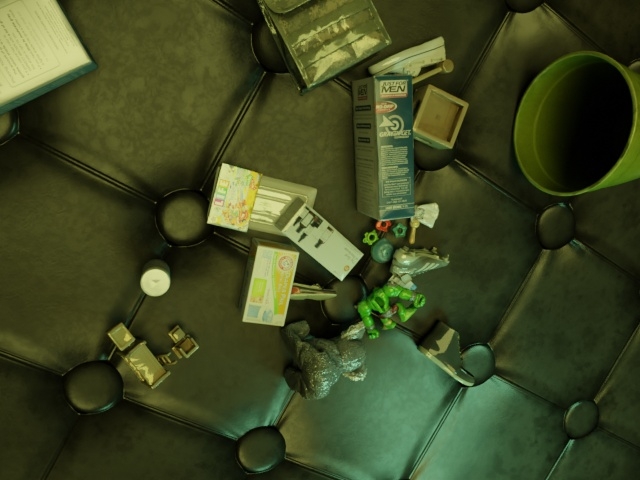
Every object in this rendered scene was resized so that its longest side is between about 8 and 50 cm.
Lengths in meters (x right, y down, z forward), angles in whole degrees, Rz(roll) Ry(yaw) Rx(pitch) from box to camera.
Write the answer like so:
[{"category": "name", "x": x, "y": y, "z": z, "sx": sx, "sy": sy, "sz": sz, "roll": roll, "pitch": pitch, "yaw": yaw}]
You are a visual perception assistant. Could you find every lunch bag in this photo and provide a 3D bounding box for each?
[{"category": "lunch bag", "x": -0.003, "y": -0.534, "z": 1.286, "sx": 0.235, "sy": 0.169, "sz": 0.287, "roll": -28, "pitch": 100, "yaw": -4}]

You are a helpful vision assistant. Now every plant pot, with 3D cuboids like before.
[{"category": "plant pot", "x": 0.794, "y": -0.302, "z": 1.488, "sx": 0.352, "sy": 0.366, "sz": 0.367, "roll": -1, "pitch": 102, "yaw": -28}]

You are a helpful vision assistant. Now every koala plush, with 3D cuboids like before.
[{"category": "koala plush", "x": 0.033, "y": 0.321, "z": 1.475, "sx": 0.221, "sy": 0.203, "sz": 0.197, "roll": -9, "pitch": 105, "yaw": -26}]

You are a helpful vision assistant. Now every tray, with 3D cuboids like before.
[{"category": "tray", "x": -0.147, "y": -0.093, "z": 1.408, "sx": 0.270, "sy": 0.030, "sz": 0.145, "roll": 11, "pitch": 99, "yaw": -18}]

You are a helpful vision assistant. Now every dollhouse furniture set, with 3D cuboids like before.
[{"category": "dollhouse furniture set", "x": -0.435, "y": 0.250, "z": 1.386, "sx": 0.161, "sy": 0.101, "sz": 0.182, "roll": -42, "pitch": 111, "yaw": -30}]

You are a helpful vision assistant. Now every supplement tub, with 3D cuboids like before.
[{"category": "supplement tub", "x": -0.405, "y": 0.090, "z": 1.332, "sx": 0.070, "sy": 0.107, "sz": 0.071, "roll": -3, "pitch": 103, "yaw": -15}]

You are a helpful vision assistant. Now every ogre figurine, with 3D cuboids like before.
[{"category": "ogre figurine", "x": 0.186, "y": 0.185, "z": 1.521, "sx": 0.118, "sy": 0.097, "sz": 0.197, "roll": 47, "pitch": 131, "yaw": -14}]

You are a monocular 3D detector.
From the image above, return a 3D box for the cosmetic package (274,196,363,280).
[{"category": "cosmetic package", "x": 0.000, "y": 0.000, "z": 1.432, "sx": 0.239, "sy": 0.060, "sz": 0.099, "roll": 40, "pitch": 91, "yaw": -30}]

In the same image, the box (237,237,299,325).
[{"category": "box", "x": -0.137, "y": 0.106, "z": 1.413, "sx": 0.114, "sy": 0.103, "sz": 0.203, "roll": 9, "pitch": 99, "yaw": -17}]

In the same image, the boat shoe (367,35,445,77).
[{"category": "boat shoe", "x": 0.234, "y": -0.459, "z": 1.408, "sx": 0.226, "sy": 0.083, "sz": 0.076, "roll": -25, "pitch": 106, "yaw": -10}]

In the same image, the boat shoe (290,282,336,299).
[{"category": "boat shoe", "x": -0.022, "y": 0.138, "z": 1.485, "sx": 0.136, "sy": 0.049, "sz": 0.043, "roll": 2, "pitch": 61, "yaw": -15}]

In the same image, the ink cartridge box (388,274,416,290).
[{"category": "ink cartridge box", "x": 0.230, "y": 0.123, "z": 1.560, "sx": 0.083, "sy": 0.028, "sz": 0.048, "roll": 44, "pitch": 86, "yaw": -19}]

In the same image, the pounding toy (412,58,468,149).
[{"category": "pounding toy", "x": 0.290, "y": -0.372, "z": 1.439, "sx": 0.180, "sy": 0.094, "sz": 0.206, "roll": 20, "pitch": 92, "yaw": -17}]

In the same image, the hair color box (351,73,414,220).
[{"category": "hair color box", "x": 0.159, "y": -0.238, "z": 1.387, "sx": 0.105, "sy": 0.174, "sz": 0.348, "roll": -7, "pitch": 104, "yaw": -15}]

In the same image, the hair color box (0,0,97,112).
[{"category": "hair color box", "x": -0.697, "y": -0.376, "z": 1.149, "sx": 0.374, "sy": 0.113, "sz": 0.186, "roll": -30, "pitch": 107, "yaw": -9}]

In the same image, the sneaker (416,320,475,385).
[{"category": "sneaker", "x": 0.406, "y": 0.342, "z": 1.628, "sx": 0.222, "sy": 0.083, "sz": 0.118, "roll": 37, "pitch": 89, "yaw": -18}]

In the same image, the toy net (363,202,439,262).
[{"category": "toy net", "x": 0.226, "y": -0.041, "z": 1.519, "sx": 0.232, "sy": 0.045, "sz": 0.122, "roll": -40, "pitch": 107, "yaw": -6}]

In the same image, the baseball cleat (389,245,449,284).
[{"category": "baseball cleat", "x": 0.273, "y": 0.071, "z": 1.531, "sx": 0.205, "sy": 0.072, "sz": 0.110, "roll": 9, "pitch": 111, "yaw": -33}]

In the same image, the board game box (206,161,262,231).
[{"category": "board game box", "x": -0.215, "y": -0.107, "z": 1.355, "sx": 0.103, "sy": 0.026, "sz": 0.154, "roll": 13, "pitch": 98, "yaw": -18}]
